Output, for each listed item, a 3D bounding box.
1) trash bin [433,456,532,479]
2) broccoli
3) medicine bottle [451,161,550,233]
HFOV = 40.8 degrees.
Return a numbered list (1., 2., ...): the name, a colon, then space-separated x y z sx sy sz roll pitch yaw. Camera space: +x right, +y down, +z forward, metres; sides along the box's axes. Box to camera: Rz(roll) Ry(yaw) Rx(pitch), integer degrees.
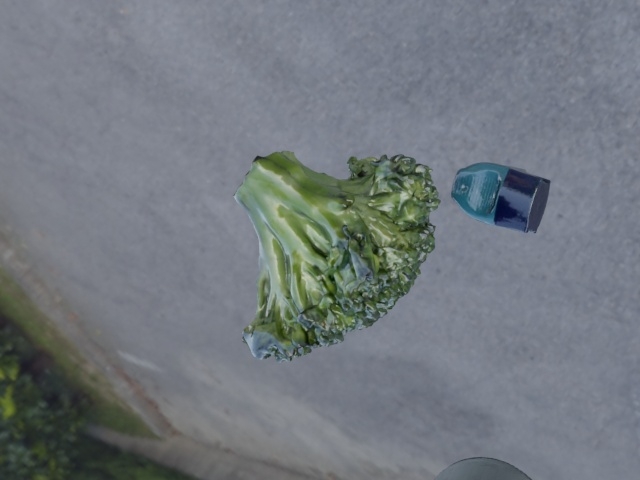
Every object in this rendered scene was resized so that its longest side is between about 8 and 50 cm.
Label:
1. trash bin: 0.241 0.476 1.344 0.277 0.217 0.262 40 -168 14
2. broccoli: 0.000 0.000 1.072 0.245 0.288 0.248 49 148 1
3. medicine bottle: 0.261 -0.066 1.214 0.124 0.079 0.258 15 -171 16
